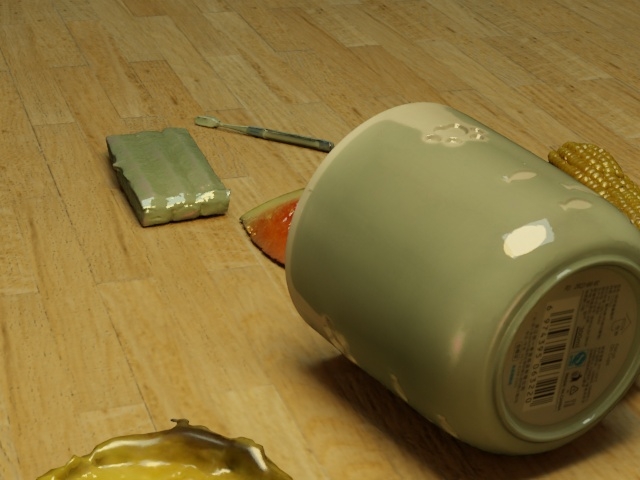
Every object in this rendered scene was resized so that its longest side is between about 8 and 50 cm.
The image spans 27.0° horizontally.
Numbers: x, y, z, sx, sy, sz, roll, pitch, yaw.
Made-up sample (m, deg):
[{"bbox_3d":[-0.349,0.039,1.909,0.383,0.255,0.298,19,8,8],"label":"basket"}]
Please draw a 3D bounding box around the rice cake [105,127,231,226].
[{"bbox_3d":[-0.200,-0.086,1.696,0.127,0.043,0.237,-9,27,-18],"label":"rice cake"}]

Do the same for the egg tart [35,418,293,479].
[{"bbox_3d":[-0.117,0.239,0.932,0.345,0.132,0.345,0,27,0],"label":"egg tart"}]

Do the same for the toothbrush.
[{"bbox_3d":[-0.080,-0.151,1.872,0.220,0.016,0.019,13,19,24],"label":"toothbrush"}]

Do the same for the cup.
[{"bbox_3d":[0.180,0.056,1.249,0.357,0.259,0.274,22,10,-40],"label":"cup"}]

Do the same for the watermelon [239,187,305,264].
[{"bbox_3d":[-0.002,-0.004,1.536,0.119,0.063,0.245,-25,36,-22],"label":"watermelon"}]

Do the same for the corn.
[{"bbox_3d":[0.341,-0.032,1.575,0.097,0.097,0.320,-3,28,-10],"label":"corn"}]
